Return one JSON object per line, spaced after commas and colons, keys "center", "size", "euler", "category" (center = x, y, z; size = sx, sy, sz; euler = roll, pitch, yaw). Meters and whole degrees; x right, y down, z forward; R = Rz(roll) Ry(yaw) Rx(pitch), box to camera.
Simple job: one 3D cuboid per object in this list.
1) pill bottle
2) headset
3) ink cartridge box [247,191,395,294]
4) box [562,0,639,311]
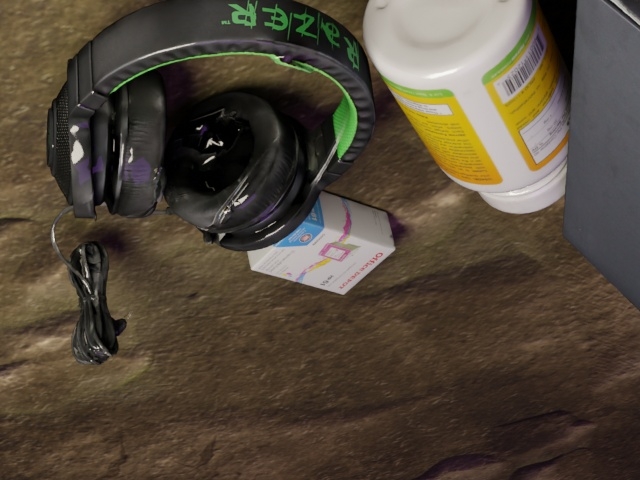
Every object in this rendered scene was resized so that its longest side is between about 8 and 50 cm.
{"center": [0.140, -0.124, 1.091], "size": [0.136, 0.136, 0.245], "euler": [-22, 145, 14], "category": "pill bottle"}
{"center": [-0.118, -0.045, 1.078], "size": [0.243, 0.185, 0.394], "euler": [13, 147, -32], "category": "headset"}
{"center": [0.000, 0.000, 1.298], "size": [0.122, 0.052, 0.088], "euler": [15, 137, -36], "category": "ink cartridge box"}
{"center": [0.372, -0.122, 1.041], "size": [0.312, 0.179, 0.343], "euler": [-34, 148, -15], "category": "box"}
